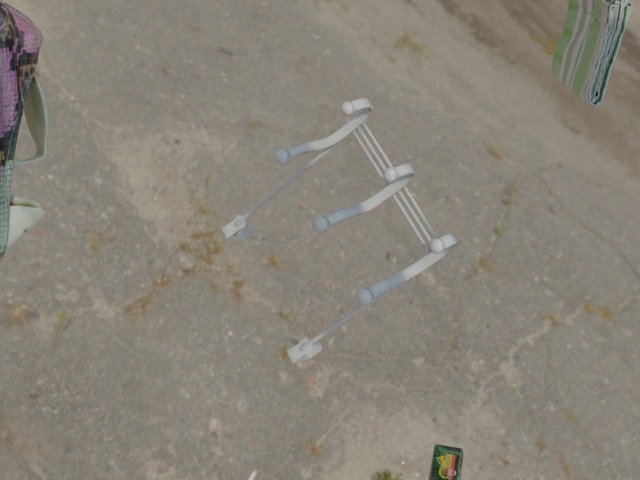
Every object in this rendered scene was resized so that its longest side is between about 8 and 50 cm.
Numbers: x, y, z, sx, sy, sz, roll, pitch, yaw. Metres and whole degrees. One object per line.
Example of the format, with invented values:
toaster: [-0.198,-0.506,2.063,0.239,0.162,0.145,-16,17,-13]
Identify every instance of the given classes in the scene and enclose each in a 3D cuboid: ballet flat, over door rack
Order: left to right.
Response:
ballet flat: [-0.229,-0.053,0.506,0.077,0.222,0.079,11,2,35]
over door rack: [0.000,0.000,0.992,0.108,0.324,0.239,-8,63,-51]

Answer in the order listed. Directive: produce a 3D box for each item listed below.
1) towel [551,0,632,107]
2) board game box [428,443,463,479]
towel: [0.292,-0.220,0.811,0.023,0.113,0.152,8,25,-4]
board game box: [0.080,0.285,0.544,0.030,0.136,0.260,3,21,15]
